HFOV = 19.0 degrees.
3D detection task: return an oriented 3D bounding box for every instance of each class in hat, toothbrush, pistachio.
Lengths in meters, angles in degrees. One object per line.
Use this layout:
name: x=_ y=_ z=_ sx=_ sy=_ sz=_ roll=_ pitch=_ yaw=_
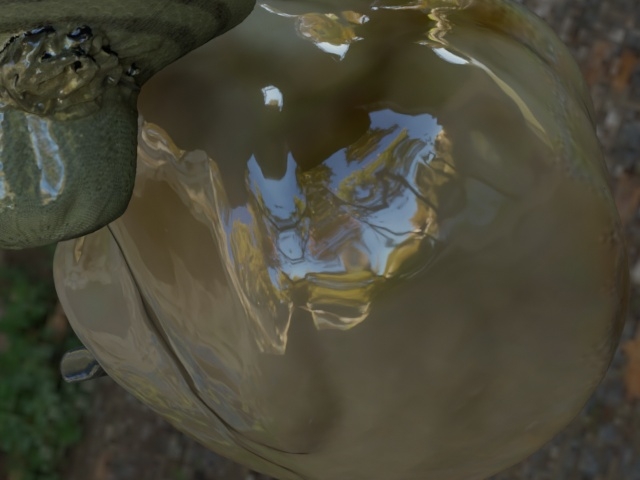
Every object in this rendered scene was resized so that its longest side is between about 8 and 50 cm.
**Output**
hat: x=-0.146 y=-0.050 z=0.920 sx=0.252 sy=0.252 sz=0.110 roll=156 pitch=105 yaw=-67
toothbrush: x=-0.084 y=0.071 z=1.451 sx=0.297 sy=0.030 sz=0.030 roll=-16 pitch=78 yaw=35
pistachio: x=0.000 y=0.000 z=1.151 sx=0.281 sy=0.365 sz=0.445 roll=-49 pitch=6 yaw=-35
